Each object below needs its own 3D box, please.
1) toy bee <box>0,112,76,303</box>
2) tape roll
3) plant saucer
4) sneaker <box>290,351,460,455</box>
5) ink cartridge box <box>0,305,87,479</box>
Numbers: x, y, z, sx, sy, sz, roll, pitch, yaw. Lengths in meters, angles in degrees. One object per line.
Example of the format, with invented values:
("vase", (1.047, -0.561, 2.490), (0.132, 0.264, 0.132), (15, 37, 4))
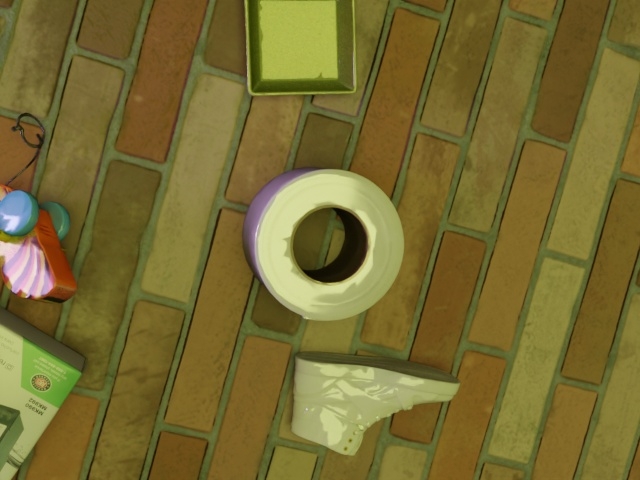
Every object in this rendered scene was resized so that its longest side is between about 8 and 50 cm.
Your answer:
("toy bee", (-0.479, -0.022, 1.474), (0.162, 0.298, 0.195), (-24, 139, 18))
("tape roll", (0.000, 0.000, 1.554), (0.246, 0.169, 0.246), (-1, 95, -12))
("plant saucer", (-0.036, -0.339, 1.575), (0.188, 0.045, 0.188), (-3, 96, -12))
("sneaker", (0.091, 0.296, 1.642), (0.292, 0.108, 0.169), (7, 96, -3))
("ink cartridge box", (-0.542, 0.267, 1.489), (0.211, 0.121, 0.289), (33, 89, -13))
